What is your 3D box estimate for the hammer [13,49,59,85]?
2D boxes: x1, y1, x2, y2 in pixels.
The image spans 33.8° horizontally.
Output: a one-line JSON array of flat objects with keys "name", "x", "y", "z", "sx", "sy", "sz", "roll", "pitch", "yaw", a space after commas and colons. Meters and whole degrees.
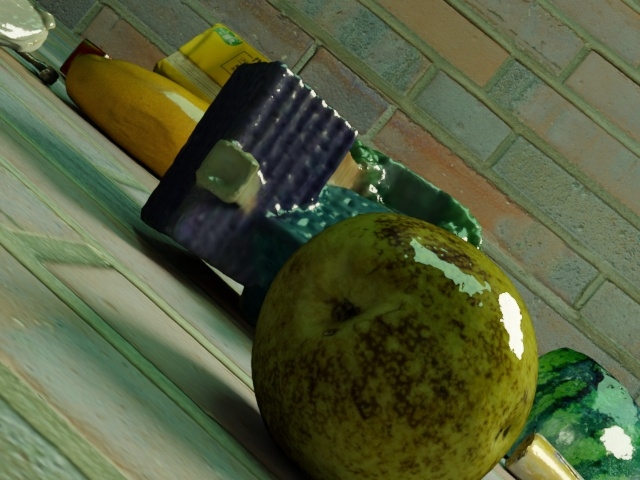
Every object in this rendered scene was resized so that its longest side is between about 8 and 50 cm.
[{"name": "hammer", "x": -0.514, "y": -0.330, "z": 1.579, "sx": 0.297, "sy": 0.027, "sz": 0.125, "roll": 39, "pitch": -2, "yaw": -35}]

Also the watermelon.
[{"name": "watermelon", "x": 0.434, "y": 0.390, "z": 1.859, "sx": 0.222, "sy": 0.319, "sz": 0.292, "roll": -1, "pitch": 18, "yaw": -29}]

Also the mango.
[{"name": "mango", "x": -0.240, "y": -0.173, "z": 1.664, "sx": 0.359, "sy": 0.144, "sz": 0.187, "roll": 33, "pitch": -7, "yaw": -23}]

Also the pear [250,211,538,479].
[{"name": "pear", "x": 0.049, "y": 0.075, "z": 0.697, "sx": 0.197, "sy": 0.197, "sz": 0.197, "roll": 40, "pitch": 2, "yaw": -2}]

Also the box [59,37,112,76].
[{"name": "box", "x": -0.336, "y": -0.242, "z": 2.006, "sx": 0.313, "sy": 0.089, "sz": 0.197, "roll": 39, "pitch": 0, "yaw": -30}]

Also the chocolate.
[{"name": "chocolate", "x": 0.399, "y": 0.408, "z": 1.685, "sx": 0.219, "sy": 0.086, "sz": 0.085, "roll": 43, "pitch": 2, "yaw": 5}]

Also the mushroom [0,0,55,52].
[{"name": "mushroom", "x": -0.504, "y": -0.354, "z": 1.349, "sx": 0.351, "sy": 0.097, "sz": 0.109, "roll": 35, "pitch": 4, "yaw": -39}]

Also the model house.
[{"name": "model house", "x": -0.007, "y": -0.020, "z": 1.066, "sx": 0.312, "sy": 0.245, "sz": 0.280, "roll": 34, "pitch": -7, "yaw": 18}]

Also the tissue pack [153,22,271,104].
[{"name": "tissue pack", "x": -0.157, "y": -0.234, "z": 2.262, "sx": 0.382, "sy": 0.228, "sz": 0.293, "roll": 42, "pitch": -27, "yaw": 31}]
